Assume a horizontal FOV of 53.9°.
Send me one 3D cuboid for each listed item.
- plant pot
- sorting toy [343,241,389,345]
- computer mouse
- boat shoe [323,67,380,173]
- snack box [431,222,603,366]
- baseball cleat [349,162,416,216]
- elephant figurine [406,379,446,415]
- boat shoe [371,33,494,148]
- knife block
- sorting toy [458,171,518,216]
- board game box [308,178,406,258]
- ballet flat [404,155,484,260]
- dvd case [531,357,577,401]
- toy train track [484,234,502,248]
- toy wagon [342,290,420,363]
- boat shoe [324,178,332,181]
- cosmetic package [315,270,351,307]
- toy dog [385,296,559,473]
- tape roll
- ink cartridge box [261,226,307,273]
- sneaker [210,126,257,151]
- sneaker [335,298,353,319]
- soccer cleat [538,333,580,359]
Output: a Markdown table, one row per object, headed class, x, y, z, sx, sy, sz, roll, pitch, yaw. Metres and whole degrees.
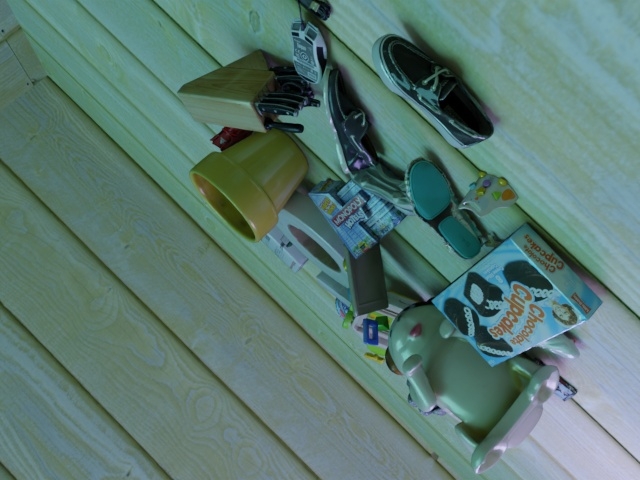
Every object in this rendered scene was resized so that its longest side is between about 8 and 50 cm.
| class | x | y | z | sx | sy | sz | roll | pitch | yaw |
| --- | --- | --- | --- | --- | --- | --- | --- | --- | --- |
| plant pot | -0.170 | -0.162 | 1.636 | 0.254 | 0.239 | 0.254 | 40 | 164 | 14 |
| sorting toy | 0.107 | 0.092 | 1.601 | 0.047 | 0.196 | 0.347 | -9 | 87 | 31 |
| computer mouse | -0.020 | -0.365 | 1.123 | 0.106 | 0.042 | 0.193 | 33 | 155 | 22 |
| boat shoe | 0.059 | -0.234 | 1.225 | 0.079 | 0.084 | 0.233 | -5 | 134 | 18 |
| snack box | 0.356 | 0.116 | 1.197 | 0.187 | 0.060 | 0.322 | 48 | 151 | 9 |
| baseball cleat | 0.139 | -0.106 | 1.318 | 0.206 | 0.072 | 0.109 | 42 | 179 | 39 |
| elephant figurine | 0.376 | 0.433 | 1.955 | 0.169 | 0.186 | 0.239 | 12 | 135 | -7 |
| boat shoe | 0.171 | -0.228 | 0.933 | 0.219 | 0.077 | 0.070 | 40 | 166 | -13 |
| knife block | -0.146 | -0.279 | 1.306 | 0.088 | 0.276 | 0.242 | 63 | -174 | -46 |
| sorting toy | 0.272 | -0.071 | 1.059 | 0.083 | 0.075 | 0.045 | 28 | 157 | 44 |
| board game box | 0.075 | -0.078 | 1.451 | 0.194 | 0.060 | 0.194 | 44 | 143 | -2 |
| ballet flat | 0.226 | -0.060 | 1.205 | 0.241 | 0.091 | 0.077 | 55 | -176 | -21 |
| dvd case | 0.546 | 0.332 | 1.500 | 0.119 | 0.013 | 0.087 | 39 | 163 | 18 |
| toy train track | 0.344 | 0.005 | 1.188 | 0.048 | 0.014 | 0.083 | 58 | 155 | -18 |
| toy wagon | 0.201 | 0.266 | 1.874 | 0.267 | 0.068 | 0.344 | 21 | 147 | 3 |
| boat shoe | 0.028 | -0.098 | 1.653 | 0.056 | 0.048 | 0.153 | 37 | 162 | 28 |
| cosmetic package | 0.106 | 0.159 | 2.017 | 0.239 | 0.099 | 0.060 | 36 | 165 | 30 |
| toy dog | 0.343 | 0.301 | 1.537 | 0.408 | 0.284 | 0.395 | 39 | -171 | 31 |
| tape roll | 0.000 | 0.000 | 1.840 | 0.392 | 0.072 | 0.392 | 41 | 169 | 10 |
| ink cartridge box | -0.127 | -0.001 | 2.200 | 0.219 | 0.092 | 0.160 | 44 | 165 | 3 |
| sneaker | -0.219 | -0.290 | 1.640 | 0.087 | 0.128 | 0.221 | 43 | 164 | 6 |
| sneaker | 0.166 | 0.258 | 2.166 | 0.262 | 0.104 | 0.125 | 45 | 147 | -16 |
| soccer cleat | 0.439 | 0.194 | 1.308 | 0.196 | 0.076 | 0.068 | 36 | 162 | 28 |
